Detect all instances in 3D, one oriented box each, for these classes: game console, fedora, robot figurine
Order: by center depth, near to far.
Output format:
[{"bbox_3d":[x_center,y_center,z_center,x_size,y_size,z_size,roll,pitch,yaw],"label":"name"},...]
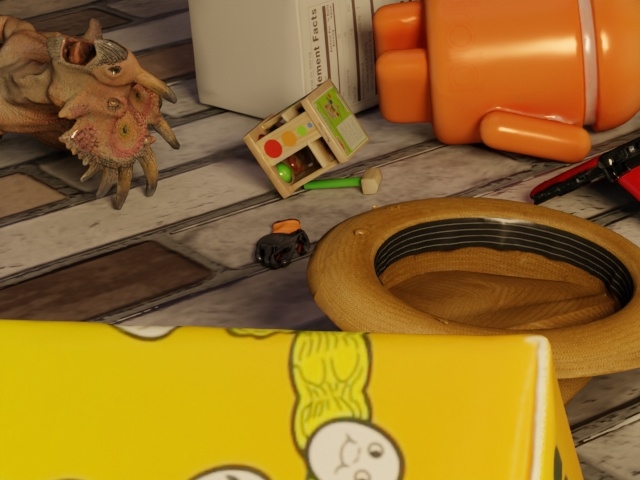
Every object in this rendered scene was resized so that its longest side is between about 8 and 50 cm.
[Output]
[{"bbox_3d":[0.086,0.046,0.881,0.194,0.079,0.194,6,28,-3],"label":"fedora"},{"bbox_3d":[0.234,-0.034,1.148,0.144,0.085,0.124,-23,-3,-38],"label":"game console"},{"bbox_3d":[0.149,-0.134,1.267,0.219,0.128,0.158,-5,20,3],"label":"robot figurine"}]

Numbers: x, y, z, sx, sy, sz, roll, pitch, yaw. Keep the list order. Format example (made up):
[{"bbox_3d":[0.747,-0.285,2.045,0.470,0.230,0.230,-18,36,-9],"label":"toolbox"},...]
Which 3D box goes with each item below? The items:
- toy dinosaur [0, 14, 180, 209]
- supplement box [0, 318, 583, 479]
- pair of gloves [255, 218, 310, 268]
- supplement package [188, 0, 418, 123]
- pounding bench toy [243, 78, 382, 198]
[{"bbox_3d":[-0.174,-0.103,1.284,0.200,0.127,0.295,7,12,11],"label":"toy dinosaur"},{"bbox_3d":[-0.110,0.143,0.468,0.356,0.194,0.195,1,63,15],"label":"supplement box"},{"bbox_3d":[0.000,0.000,1.123,0.083,0.010,0.074,-3,23,7],"label":"pair of gloves"},{"bbox_3d":[0.026,-0.195,1.427,0.244,0.134,0.139,-23,29,-38],"label":"supplement package"},{"bbox_3d":[-0.004,-0.057,1.215,0.065,0.083,0.052,-30,8,27],"label":"pounding bench toy"}]
